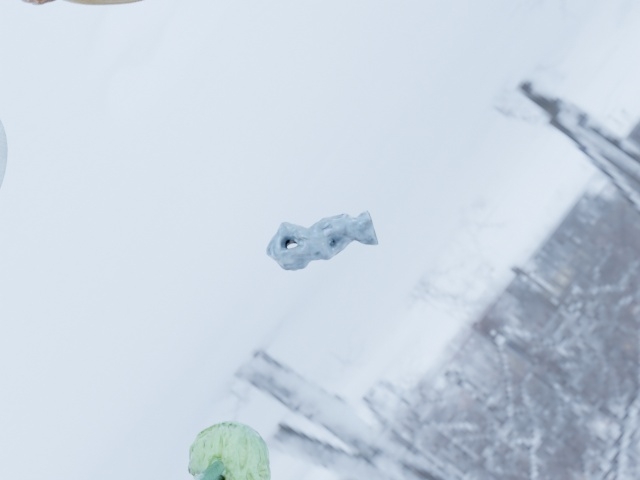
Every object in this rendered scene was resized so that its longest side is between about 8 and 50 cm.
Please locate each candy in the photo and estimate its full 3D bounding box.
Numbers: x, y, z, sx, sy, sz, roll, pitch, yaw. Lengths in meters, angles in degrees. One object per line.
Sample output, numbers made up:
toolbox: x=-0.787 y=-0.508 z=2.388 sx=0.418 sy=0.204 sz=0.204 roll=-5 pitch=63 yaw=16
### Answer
candy: x=-0.110 y=0.236 z=1.220 sx=0.335 sy=0.092 sz=0.093 roll=19 pitch=91 yaw=-83

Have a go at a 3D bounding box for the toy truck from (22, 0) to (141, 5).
toy truck: x=-0.256 y=-0.390 z=1.415 sx=0.204 sy=0.288 sz=0.212 roll=-7 pitch=154 yaw=-24

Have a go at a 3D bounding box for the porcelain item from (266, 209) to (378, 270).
porcelain item: x=0.000 y=0.000 z=0.928 sx=0.083 sy=0.036 sz=0.028 roll=-13 pitch=167 yaw=-2

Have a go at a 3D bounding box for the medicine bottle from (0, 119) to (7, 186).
medicine bottle: x=-0.397 y=-0.088 z=1.037 sx=0.144 sy=0.144 sz=0.252 roll=-54 pitch=142 yaw=10
